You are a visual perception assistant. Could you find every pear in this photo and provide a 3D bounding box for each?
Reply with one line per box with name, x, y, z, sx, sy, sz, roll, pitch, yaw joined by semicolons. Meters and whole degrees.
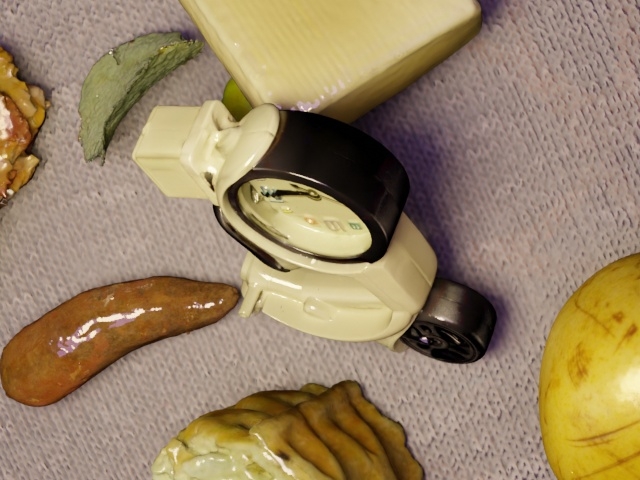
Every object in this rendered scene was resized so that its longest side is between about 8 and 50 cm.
pear;0.343;0.146;1.578;0.281;0.281;0.280;1;94;11

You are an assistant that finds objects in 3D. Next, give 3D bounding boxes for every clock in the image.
clock;0.000;0.000;1.628;0.276;0.379;0.120;6;58;31

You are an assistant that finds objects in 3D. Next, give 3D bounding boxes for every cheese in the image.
cheese;-0.006;-0.256;1.640;0.242;0.124;0.265;-34;75;-1

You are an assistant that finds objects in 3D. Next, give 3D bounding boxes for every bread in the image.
bread;-0.038;0.253;1.670;0.238;0.252;0.196;-5;98;16

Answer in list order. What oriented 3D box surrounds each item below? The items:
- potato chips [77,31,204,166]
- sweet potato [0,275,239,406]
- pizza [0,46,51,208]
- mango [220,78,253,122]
potato chips;-0.198;-0.156;1.707;0.059;0.228;0.167;35;81;-21
sweet potato;-0.229;0.097;1.770;0.292;0.097;0.097;-25;89;12
pizza;-0.431;-0.104;1.760;0.278;0.114;0.409;-7;79;4
mango;-0.039;-0.110;1.716;0.117;0.089;0.163;-32;89;3
